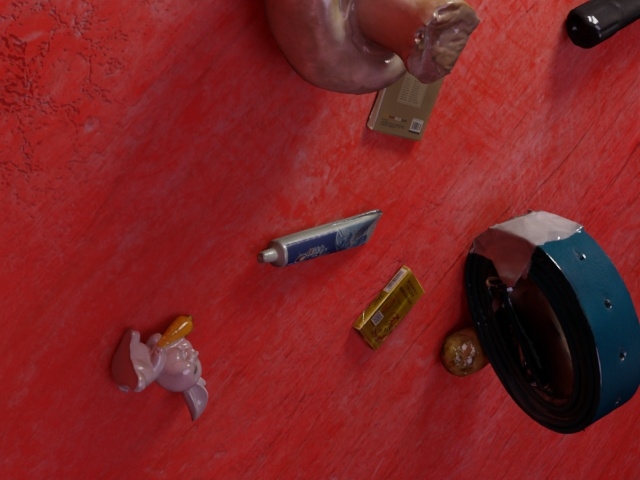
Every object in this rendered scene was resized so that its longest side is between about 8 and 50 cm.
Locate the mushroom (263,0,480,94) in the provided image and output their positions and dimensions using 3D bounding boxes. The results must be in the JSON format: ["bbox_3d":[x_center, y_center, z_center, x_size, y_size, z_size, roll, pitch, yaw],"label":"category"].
[{"bbox_3d":[0.081,-0.340,1.291,0.297,0.290,0.297,-23,127,-35],"label":"mushroom"}]

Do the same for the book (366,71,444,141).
[{"bbox_3d":[0.159,-0.274,1.604,0.138,0.016,0.198,7,106,-45],"label":"book"}]

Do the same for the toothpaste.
[{"bbox_3d":[0.000,0.001,1.585,0.268,0.047,0.069,-17,110,-41],"label":"toothpaste"}]

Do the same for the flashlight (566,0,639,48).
[{"bbox_3d":[0.654,-0.501,1.896,0.424,0.103,0.103,-30,130,-27],"label":"flashlight"}]

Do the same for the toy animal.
[{"bbox_3d":[-0.234,0.196,1.451,0.182,0.131,0.127,16,132,-39],"label":"toy animal"}]

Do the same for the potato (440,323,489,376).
[{"bbox_3d":[0.325,0.229,1.988,0.170,0.080,0.107,-18,127,-38],"label":"potato"}]

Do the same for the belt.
[{"bbox_3d":[0.461,0.154,1.858,0.173,0.300,0.436,-23,87,-36],"label":"belt"}]

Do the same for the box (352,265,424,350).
[{"bbox_3d":[0.132,0.131,1.792,0.156,0.022,0.089,-50,135,-11],"label":"box"}]
